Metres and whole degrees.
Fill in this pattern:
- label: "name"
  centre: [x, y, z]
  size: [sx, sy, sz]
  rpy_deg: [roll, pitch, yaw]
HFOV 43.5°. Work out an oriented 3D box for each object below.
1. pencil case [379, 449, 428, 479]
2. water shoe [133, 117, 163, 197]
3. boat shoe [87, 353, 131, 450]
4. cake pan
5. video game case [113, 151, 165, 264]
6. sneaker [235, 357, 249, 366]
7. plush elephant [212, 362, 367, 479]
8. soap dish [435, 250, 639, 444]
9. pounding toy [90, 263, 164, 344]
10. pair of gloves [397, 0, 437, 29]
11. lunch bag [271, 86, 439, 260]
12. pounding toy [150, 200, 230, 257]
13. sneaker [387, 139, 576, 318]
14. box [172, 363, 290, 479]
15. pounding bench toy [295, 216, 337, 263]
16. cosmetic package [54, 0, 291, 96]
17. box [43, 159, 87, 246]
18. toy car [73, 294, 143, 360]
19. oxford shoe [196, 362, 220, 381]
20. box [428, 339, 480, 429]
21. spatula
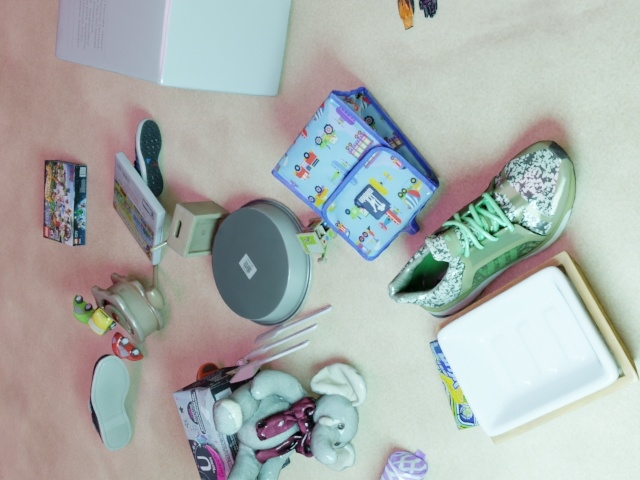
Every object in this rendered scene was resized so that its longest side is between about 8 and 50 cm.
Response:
- label: "pencil case"
  centre: [0.148, 0.516, 1.582]
  size: [0.086, 0.088, 0.206]
  rpy_deg: [37, 118, 40]
- label: "water shoe"
  centre: [-0.451, -0.208, 2.037]
  size: [0.080, 0.073, 0.203]
  rpy_deg: [1, 95, 44]
- label: "boat shoe"
  centre: [-0.580, 0.428, 2.168]
  size: [0.091, 0.114, 0.302]
  rpy_deg: [31, 124, 45]
- label: "cake pan"
  centre: [-0.143, 0.052, 1.806]
  size: [0.293, 0.054, 0.293]
  rpy_deg: [4, 97, 41]
- label: "video game case"
  centre: [-0.467, -0.081, 2.050]
  size: [0.227, 0.026, 0.206]
  rpy_deg: [50, 145, 25]
- label: "sneaker"
  centre: [-0.192, 0.317, 1.894]
  size: [0.037, 0.032, 0.083]
  rpy_deg: [45, 122, 29]
- label: "plush elephant"
  centre: [-0.039, 0.382, 1.638]
  size: [0.256, 0.330, 0.271]
  rpy_deg: [5, 112, 16]
- label: "soap dish"
  centre: [0.360, 0.182, 1.343]
  size: [0.291, 0.118, 0.228]
  rpy_deg: [-38, 70, 37]
- label: "pounding toy"
  centre: [-0.465, 0.162, 2.092]
  size: [0.270, 0.155, 0.154]
  rpy_deg: [12, 131, 49]
- label: "pair of gloves"
  centre: [0.182, -0.442, 1.504]
  size: [0.083, 0.010, 0.074]
  rpy_deg: [-16, 83, 38]
- label: "lunch bag"
  centre: [0.087, -0.117, 1.564]
  size: [0.293, 0.138, 0.221]
  rpy_deg: [48, 122, 12]
- label: "pounding toy"
  centre: [-0.309, -0.020, 1.895]
  size: [0.100, 0.130, 0.141]
  rpy_deg: [34, 115, 34]
- label: "sneaker"
  centre: [0.264, -0.002, 1.364]
  size: [0.158, 0.182, 0.410]
  rpy_deg: [53, 125, 24]
- label: "box"
  centre: [-0.202, 0.425, 1.807]
  size: [0.142, 0.163, 0.247]
  rpy_deg: [-16, 93, 42]
- label: "pounding bench toy"
  centre: [0.000, 0.000, 1.679]
  size: [0.052, 0.065, 0.083]
  rpy_deg: [-5, 122, 41]
- label: "cosmetic package"
  centre: [-0.315, -0.509, 1.717]
  size: [0.394, 0.329, 0.327]
  rpy_deg: [20, 107, 39]
- label: "box"
  centre: [-0.740, -0.110, 2.317]
  size: [0.159, 0.044, 0.233]
  rpy_deg: [12, 102, 39]
- label: "toy car"
  centre: [-0.589, 0.221, 2.117]
  size: [0.225, 0.053, 0.239]
  rpy_deg: [31, 157, 32]
- label: "oxford shoe"
  centre: [-0.268, 0.430, 1.934]
  size: [0.098, 0.097, 0.271]
  rpy_deg: [-10, 88, 47]
- label: "box"
  centre: [0.261, 0.256, 1.475]
  size: [0.054, 0.059, 0.168]
  rpy_deg: [-26, 78, 37]
- label: "spatula"
  centre: [-0.085, 0.222, 1.721]
  size: [0.242, 0.168, 0.019]
  rpy_deg: [-26, 106, 36]
